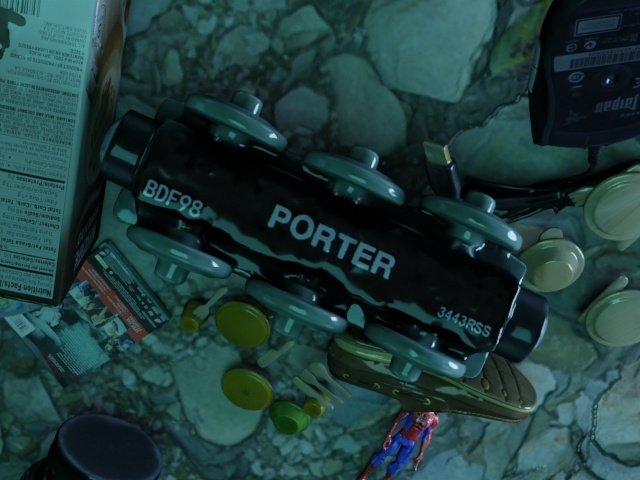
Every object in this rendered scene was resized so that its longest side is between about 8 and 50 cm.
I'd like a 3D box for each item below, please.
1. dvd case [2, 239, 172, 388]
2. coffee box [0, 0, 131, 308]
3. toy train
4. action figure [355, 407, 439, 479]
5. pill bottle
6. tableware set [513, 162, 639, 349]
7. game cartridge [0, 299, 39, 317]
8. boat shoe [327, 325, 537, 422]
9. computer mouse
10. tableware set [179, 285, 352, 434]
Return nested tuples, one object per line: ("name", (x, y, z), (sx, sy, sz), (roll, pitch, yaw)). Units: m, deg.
("dvd case", (-0.199, 0.064, 0.953), (0.119, 0.013, 0.087), (-34, 107, 14))
("coffee box", (-0.207, -0.096, 0.821), (0.098, 0.141, 0.246), (12, 113, -2))
("toy train", (0.000, 0.000, 0.822), (0.334, 0.190, 0.142), (23, 88, -4))
("action figure", (0.072, 0.177, 0.980), (0.038, 0.030, 0.115), (30, 108, -4))
("pill bottle", (-0.218, 0.265, 0.977), (0.123, 0.123, 0.219), (23, 111, -7))
("tableware set", (0.239, 0.016, 0.890), (0.169, 0.020, 0.141), (33, 120, -26))
("game cartridge", (-0.266, 0.036, 0.935), (0.083, 0.017, 0.056), (-7, 104, 12))
("boat shoe", (0.090, 0.113, 0.936), (0.178, 0.064, 0.060), (19, 122, 3))
("computer mouse", (0.159, -0.103, 0.803), (0.184, 0.060, 0.262), (-10, 146, 6))
("tableware set", (-0.053, 0.102, 0.952), (0.154, 0.024, 0.104), (41, 127, -13))
